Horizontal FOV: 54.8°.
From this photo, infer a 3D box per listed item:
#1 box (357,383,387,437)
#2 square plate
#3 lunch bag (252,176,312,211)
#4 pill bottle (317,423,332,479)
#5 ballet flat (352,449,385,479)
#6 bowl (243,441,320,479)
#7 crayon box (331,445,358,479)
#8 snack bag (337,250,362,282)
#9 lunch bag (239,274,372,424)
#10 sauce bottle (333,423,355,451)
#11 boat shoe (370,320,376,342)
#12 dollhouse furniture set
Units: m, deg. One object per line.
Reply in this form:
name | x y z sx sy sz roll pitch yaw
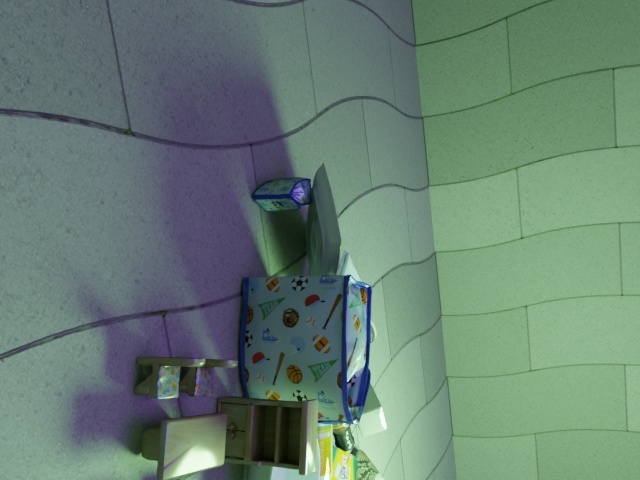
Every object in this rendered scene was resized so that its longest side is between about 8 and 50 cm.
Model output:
box | 0.142 0.550 2.176 0.275 0.094 0.113 -118 -168 -63
square plate | 0.000 0.000 1.890 0.344 0.049 0.347 97 -13 -46
lunch bag | -0.109 -0.134 1.805 0.151 0.129 0.096 -18 105 -67
pill bottle | -0.031 0.663 1.886 0.136 0.136 0.245 11 77 -65
ballet flat | 0.205 1.042 2.318 0.164 0.182 0.482 28 62 -61
bowl | -0.120 0.639 1.697 0.298 0.134 0.297 -2 90 -66
crayon box | 0.037 0.794 2.092 0.278 0.081 0.165 49 44 -54
snack bag | 0.100 0.262 2.103 0.342 0.037 0.323 65 33 -46
lunch bag | -0.037 0.299 1.688 0.239 0.328 0.385 28 61 -61
sauce bottle | 0.051 0.573 2.109 0.111 0.112 0.344 -56 135 -53
boat shoe | 0.125 0.306 2.325 0.285 0.103 0.092 61 40 -38
dollhouse furniture set | -0.202 0.448 1.385 0.394 0.257 0.361 23 66 -64
